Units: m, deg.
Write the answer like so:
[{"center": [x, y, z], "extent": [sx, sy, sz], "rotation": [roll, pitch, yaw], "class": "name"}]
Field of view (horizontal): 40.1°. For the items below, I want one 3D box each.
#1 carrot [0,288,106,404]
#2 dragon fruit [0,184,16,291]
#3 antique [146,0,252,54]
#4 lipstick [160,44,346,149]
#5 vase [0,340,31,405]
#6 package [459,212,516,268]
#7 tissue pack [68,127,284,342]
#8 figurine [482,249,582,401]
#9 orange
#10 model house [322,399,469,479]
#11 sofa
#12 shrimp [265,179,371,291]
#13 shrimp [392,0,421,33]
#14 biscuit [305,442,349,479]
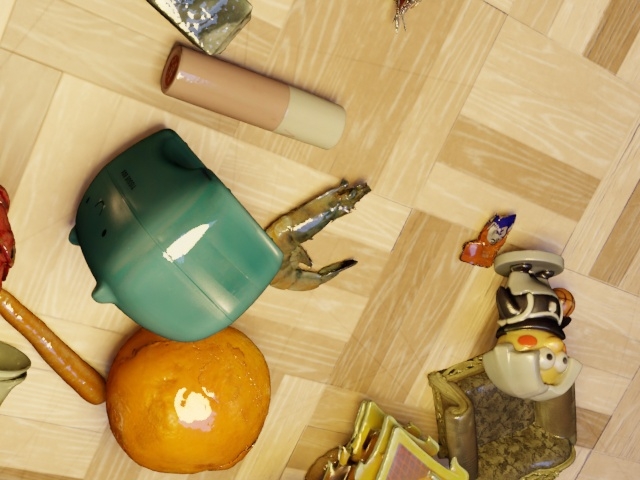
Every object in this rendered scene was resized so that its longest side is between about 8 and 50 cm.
[{"center": [-0.382, 0.152, 1.242], "extent": [0.043, 0.043, 0.248], "rotation": [-39, 119, -4], "class": "carrot"}, {"center": [-0.475, 0.003, 1.017], "extent": [0.244, 0.244, 0.299], "rotation": [-17, 109, -17], "class": "dragon fruit"}, {"center": [-0.175, -0.320, 1.102], "extent": [0.086, 0.088, 0.183], "rotation": [-48, 123, 2], "class": "antique"}, {"center": [-0.088, -0.193, 1.205], "extent": [0.254, 0.070, 0.070], "rotation": [16, 104, -28], "class": "lipstick"}, {"center": [-0.501, 0.294, 1.182], "extent": [0.173, 0.173, 0.321], "rotation": [20, 98, -30], "class": "vase"}, {"center": [0.284, -0.003, 1.477], "extent": [0.077, 0.033, 0.110], "rotation": [-4, 132, -45], "class": "package"}, {"center": [-0.194, -0.001, 1.113], "extent": [0.206, 0.287, 0.198], "rotation": [-42, 125, -2], "class": "tissue pack"}, {"center": [0.355, 0.148, 1.457], "extent": [0.176, 0.133, 0.236], "rotation": [16, 68, -28], "class": "figurine"}, {"center": [-0.186, 0.220, 1.243], "extent": [0.240, 0.240, 0.240], "rotation": [-9, 115, -20], "class": "orange"}, {"center": [0.059, 0.429, 1.441], "extent": [0.358, 0.242, 0.313], "rotation": [-16, 101, -15], "class": "model house"}, {"center": [0.331, 0.316, 1.546], "extent": [0.258, 0.182, 0.200], "rotation": [-18, 117, -16], "class": "sofa"}, {"center": [0.000, 0.000, 1.345], "extent": [0.217, 0.051, 0.150], "rotation": [-35, 125, 2], "class": "shrimp"}, {"center": [0.127, -0.374, 1.233], "extent": [0.056, 0.065, 0.165], "rotation": [20, 110, 3], "class": "shrimp"}, {"center": [0.061, 0.455, 1.568], "extent": [0.226, 0.042, 0.226], "rotation": [-10, 116, -21], "class": "biscuit"}]
